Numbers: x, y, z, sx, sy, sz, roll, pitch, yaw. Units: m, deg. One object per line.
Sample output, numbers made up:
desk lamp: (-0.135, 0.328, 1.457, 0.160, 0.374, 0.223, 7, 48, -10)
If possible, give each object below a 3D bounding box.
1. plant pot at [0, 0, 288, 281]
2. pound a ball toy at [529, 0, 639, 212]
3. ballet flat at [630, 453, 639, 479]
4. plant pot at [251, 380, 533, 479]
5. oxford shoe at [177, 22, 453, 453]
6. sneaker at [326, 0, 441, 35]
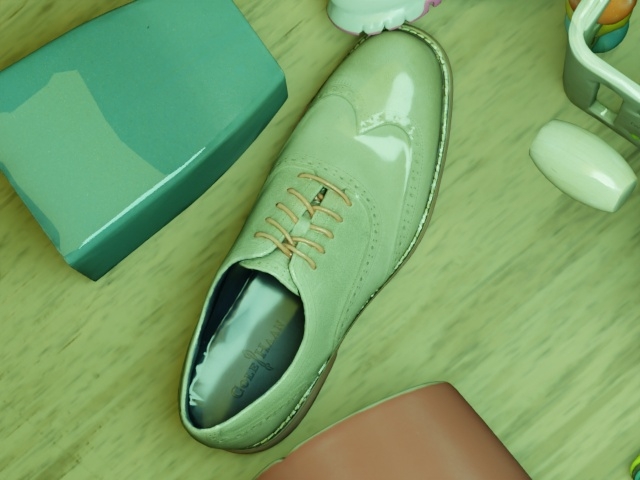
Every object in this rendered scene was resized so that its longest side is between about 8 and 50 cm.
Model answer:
plant pot: (-0.152, -0.105, 1.541, 0.234, 0.166, 0.165, -36, 85, -2)
pound a ball toy: (0.225, -0.130, 1.414, 0.136, 0.319, 0.208, 37, 93, 7)
ballet flat: (0.363, 0.154, 1.504, 0.231, 0.077, 0.077, -18, 43, 33)
plant pot: (0.077, 0.262, 1.461, 0.275, 0.275, 0.243, -31, 74, 5)
oxford shoe: (0.000, 0.000, 1.522, 0.140, 0.146, 0.397, 23, 90, 10)
sneaker: (0.114, -0.260, 1.517, 0.252, 0.103, 0.111, -19, 126, 2)
